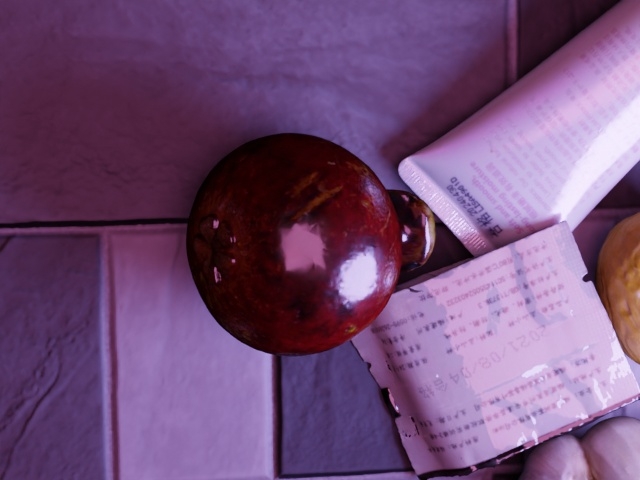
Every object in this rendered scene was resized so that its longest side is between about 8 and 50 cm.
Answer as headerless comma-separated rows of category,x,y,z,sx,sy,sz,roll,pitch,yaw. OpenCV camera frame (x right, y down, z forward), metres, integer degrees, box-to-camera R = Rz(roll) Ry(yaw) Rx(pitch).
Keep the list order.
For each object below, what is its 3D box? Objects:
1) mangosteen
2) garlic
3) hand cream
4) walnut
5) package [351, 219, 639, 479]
mangosteen,0.000,0.000,1.590,0.257,0.215,0.215,-8,99,-36
garlic,0.336,0.260,1.664,0.281,0.203,0.185,19,92,-9
hand cream,0.267,-0.124,1.664,0.358,0.118,0.185,-42,104,6
walnut,0.351,0.050,1.673,0.144,0.144,0.180,-21,102,-6
package,0.170,0.118,1.665,0.251,0.062,0.204,-24,96,14
